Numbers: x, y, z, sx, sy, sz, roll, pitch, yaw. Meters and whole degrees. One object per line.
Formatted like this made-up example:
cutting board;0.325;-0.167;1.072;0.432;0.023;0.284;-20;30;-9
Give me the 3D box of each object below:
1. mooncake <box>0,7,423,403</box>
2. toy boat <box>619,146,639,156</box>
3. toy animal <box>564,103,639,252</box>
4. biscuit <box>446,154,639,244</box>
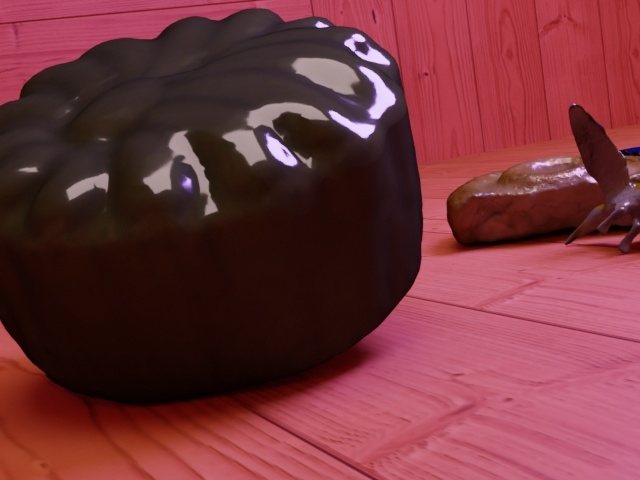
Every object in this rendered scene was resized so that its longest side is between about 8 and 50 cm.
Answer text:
mooncake;-0.099;-0.045;0.767;0.356;0.194;0.356;-8;31;5
toy boat;0.547;-0.094;1.367;0.318;0.072;0.219;1;4;-3
toy animal;0.306;-0.032;1.010;0.155;0.219;0.095;-46;8;29
biscuit;0.291;-0.057;1.197;0.274;0.091;0.213;-10;9;8
